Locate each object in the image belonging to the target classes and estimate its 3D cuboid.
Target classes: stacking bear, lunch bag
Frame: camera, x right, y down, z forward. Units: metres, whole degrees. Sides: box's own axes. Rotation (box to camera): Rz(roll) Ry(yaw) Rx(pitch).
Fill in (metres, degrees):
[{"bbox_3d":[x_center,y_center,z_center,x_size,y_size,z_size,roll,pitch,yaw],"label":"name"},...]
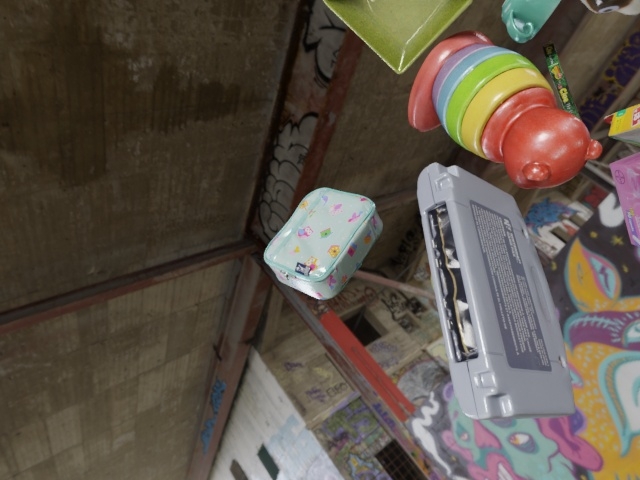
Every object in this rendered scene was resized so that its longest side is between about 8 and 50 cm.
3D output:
[{"bbox_3d":[0.276,-0.184,0.680,0.175,0.289,0.164,-19,-43,-8],"label":"stacking bear"},{"bbox_3d":[0.000,0.000,1.120,0.279,0.224,0.108,-52,-39,-22],"label":"lunch bag"}]

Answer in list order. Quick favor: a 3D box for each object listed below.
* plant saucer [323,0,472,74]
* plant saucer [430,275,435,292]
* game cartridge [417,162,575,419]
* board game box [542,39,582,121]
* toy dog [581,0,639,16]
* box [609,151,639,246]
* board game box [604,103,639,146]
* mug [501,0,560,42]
[{"bbox_3d":[0.121,-0.391,0.714,0.045,0.188,0.188,-55,11,-29],"label":"plant saucer"},{"bbox_3d":[0.370,0.073,1.015,0.241,0.037,0.241,-4,-53,-5],"label":"plant saucer"},{"bbox_3d":[0.215,0.061,0.552,0.196,0.294,0.060,14,-31,-33],"label":"game cartridge"},{"bbox_3d":[0.621,-0.362,1.142,0.030,0.136,0.260,-21,-54,31],"label":"board game box"},{"bbox_3d":[0.796,-0.736,1.058,0.408,0.395,0.284,-56,8,32],"label":"toy dog"},{"bbox_3d":[0.764,-0.078,0.958,0.117,0.214,0.243,-22,12,6],"label":"box"},{"bbox_3d":[0.381,-0.107,0.391,0.259,0.124,0.039,-122,48,-85],"label":"board game box"},{"bbox_3d":[0.466,-0.529,1.006,0.158,0.097,0.129,-55,-4,-47],"label":"mug"}]
